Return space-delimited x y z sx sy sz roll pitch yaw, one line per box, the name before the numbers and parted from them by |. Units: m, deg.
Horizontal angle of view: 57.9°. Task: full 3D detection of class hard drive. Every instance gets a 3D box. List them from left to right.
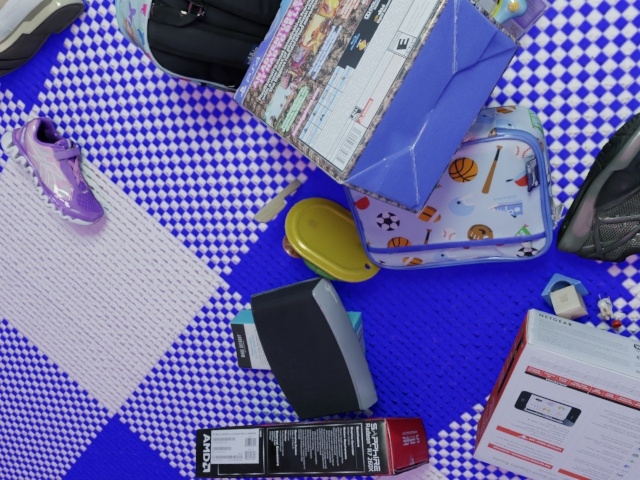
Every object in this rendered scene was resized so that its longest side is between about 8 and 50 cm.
hard drive | -0.016 0.199 1.018 0.172 0.054 0.255 -16 105 23

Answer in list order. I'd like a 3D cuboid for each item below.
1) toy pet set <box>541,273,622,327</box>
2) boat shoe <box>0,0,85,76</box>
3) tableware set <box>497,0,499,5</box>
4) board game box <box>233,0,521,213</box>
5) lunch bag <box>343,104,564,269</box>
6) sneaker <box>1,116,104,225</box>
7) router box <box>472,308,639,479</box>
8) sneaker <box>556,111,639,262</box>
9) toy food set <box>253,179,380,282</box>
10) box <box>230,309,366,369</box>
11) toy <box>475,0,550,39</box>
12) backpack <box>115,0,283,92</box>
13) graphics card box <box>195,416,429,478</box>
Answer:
toy pet set | 0.396 0.107 0.925 0.122 0.065 0.114 -27 135 28
boat shoe | -0.555 -0.379 1.017 0.302 0.113 0.103 -28 99 15
tableware set | 0.181 -0.374 0.815 0.104 0.024 0.154 -30 98 26
board game box | 0.052 -0.211 0.735 0.291 0.141 0.232 45 110 45
lunch bag | 0.198 -0.063 0.864 0.303 0.115 0.243 -4 126 22
sneaker | -0.492 -0.137 1.098 0.104 0.095 0.236 -37 95 19
router box | 0.445 0.287 0.914 0.335 0.082 0.301 17 129 11
sneaker | 0.442 -0.064 0.817 0.130 0.087 0.228 20 118 8
toy food set | 0.000 0.000 0.984 0.218 0.128 0.071 34 146 2
box | -0.042 0.188 1.088 0.244 0.060 0.101 -1 110 19
toy | 0.205 -0.249 0.795 0.237 0.136 0.056 -50 47 25
backpack | -0.155 -0.338 0.814 0.191 0.253 0.225 44 121 27
graphics card box | -0.012 0.377 1.057 0.370 0.233 0.094 -12 71 22
